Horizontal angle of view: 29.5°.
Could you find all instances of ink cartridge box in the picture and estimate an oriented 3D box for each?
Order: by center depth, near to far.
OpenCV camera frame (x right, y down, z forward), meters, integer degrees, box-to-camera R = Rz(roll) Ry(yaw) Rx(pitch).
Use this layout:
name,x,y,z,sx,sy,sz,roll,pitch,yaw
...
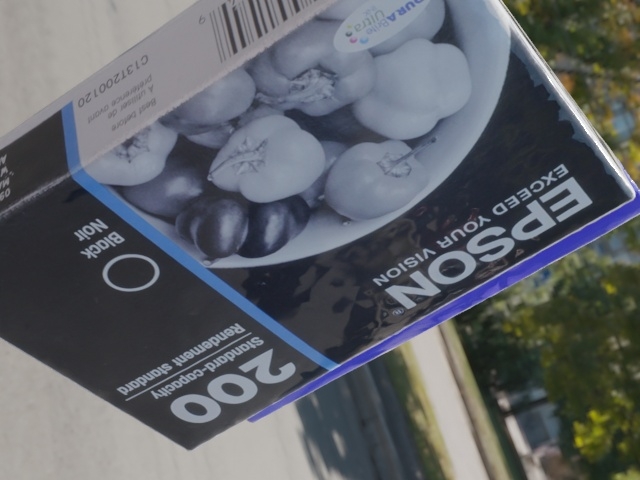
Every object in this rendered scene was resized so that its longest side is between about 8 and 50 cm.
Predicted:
name,x,y,z,sx,sy,sz,roll,pitch,yaw
ink cartridge box,0.000,0.000,0.437,0.208,0.206,0.045,40,27,-45
